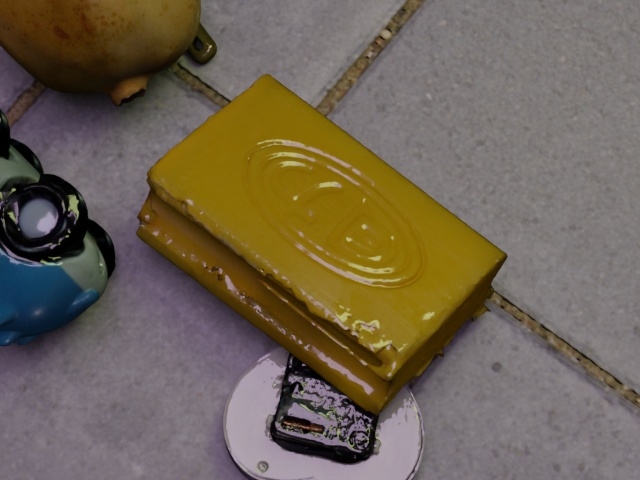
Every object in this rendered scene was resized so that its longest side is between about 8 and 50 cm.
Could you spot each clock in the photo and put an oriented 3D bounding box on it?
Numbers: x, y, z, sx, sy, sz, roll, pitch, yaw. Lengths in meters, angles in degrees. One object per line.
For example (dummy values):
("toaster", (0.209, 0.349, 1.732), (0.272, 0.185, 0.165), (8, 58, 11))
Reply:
("clock", (0.008, 0.163, 1.632), (0.198, 0.064, 0.172), (13, 72, 2))

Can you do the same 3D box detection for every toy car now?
("toy car", (-0.327, -0.008, 1.619), (0.190, 0.188, 0.255), (-41, 77, -6))

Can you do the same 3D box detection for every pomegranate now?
("pomegranate", (-0.232, -0.253, 1.687), (0.233, 0.233, 0.233), (0, 71, -1))

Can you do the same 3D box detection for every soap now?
("soap", (0.001, 0.000, 1.636), (0.324, 0.096, 0.204), (37, 58, 15))

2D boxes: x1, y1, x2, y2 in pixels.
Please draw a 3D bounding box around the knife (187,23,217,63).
("knife", (-0.205, -0.333, 1.813), (0.061, 0.027, 0.343), (-41, 76, 14))
